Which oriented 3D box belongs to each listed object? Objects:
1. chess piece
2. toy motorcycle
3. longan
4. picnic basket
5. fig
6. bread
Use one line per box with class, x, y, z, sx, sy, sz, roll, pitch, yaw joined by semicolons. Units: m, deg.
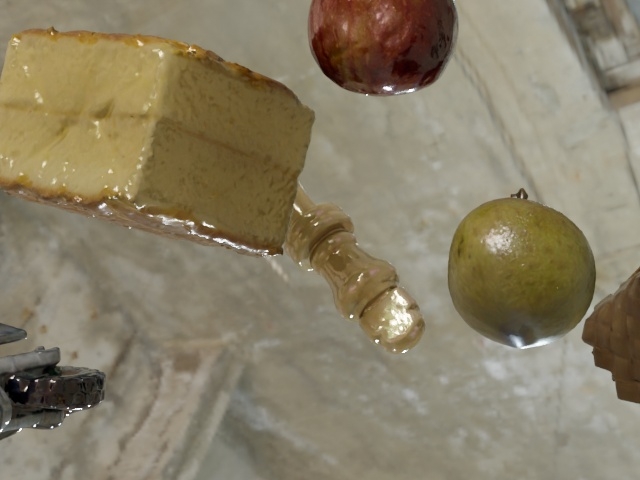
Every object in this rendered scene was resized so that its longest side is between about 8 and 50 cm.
chess piece;0.000;0.000;1.570;0.397;0.117;0.117;48;-157;26
toy motorcycle;-0.299;0.108;0.853;0.159;0.271;0.106;-20;-68;-71
longan;0.197;0.022;1.153;0.154;0.145;0.176;84;-176;-61
picnic basket;0.515;0.136;1.598;0.291;0.321;0.254;-26;-112;-26
fig;0.068;-0.261;1.246;0.175;0.175;0.207;-39;-47;-56
bread;-0.198;-0.114;1.348;0.279;0.279;0.207;19;-96;-48
